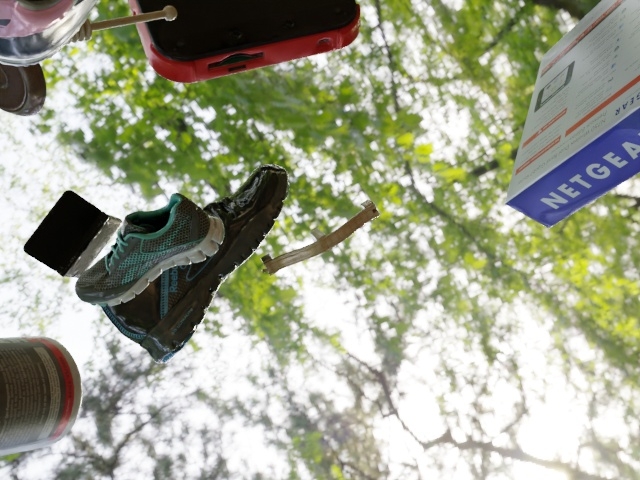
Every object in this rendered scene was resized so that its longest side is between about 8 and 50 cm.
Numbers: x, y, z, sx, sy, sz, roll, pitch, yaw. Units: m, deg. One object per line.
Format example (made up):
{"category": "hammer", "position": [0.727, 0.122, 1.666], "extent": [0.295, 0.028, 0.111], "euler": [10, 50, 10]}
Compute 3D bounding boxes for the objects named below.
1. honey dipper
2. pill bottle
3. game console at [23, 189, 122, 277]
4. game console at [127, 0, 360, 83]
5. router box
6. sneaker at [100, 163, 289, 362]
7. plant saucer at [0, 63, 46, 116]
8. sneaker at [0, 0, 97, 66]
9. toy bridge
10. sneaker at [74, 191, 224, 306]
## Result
{"category": "honey dipper", "position": [-0.239, -0.261, 0.960], "extent": [0.160, 0.030, 0.030], "euler": [-23, -94, -36]}
{"category": "pill bottle", "position": [-0.509, 0.227, 1.137], "extent": [0.318, 0.176, 0.176], "euler": [9, -120, -63]}
{"category": "game console", "position": [-0.394, -0.009, 1.291], "extent": [0.071, 0.122, 0.107], "euler": [38, 180, 9]}
{"category": "game console", "position": [-0.147, -0.451, 1.434], "extent": [0.386, 0.060, 0.342], "euler": [-16, -116, -15]}
{"category": "router box", "position": [0.401, -0.215, 1.087], "extent": [0.082, 0.335, 0.301], "euler": [27, -118, -11]}
{"category": "sneaker", "position": [-0.166, 0.000, 1.128], "extent": [0.139, 0.125, 0.341], "euler": [37, -118, -4]}
{"category": "plant saucer", "position": [-0.549, -0.289, 1.397], "extent": [0.168, 0.168, 0.029], "euler": [55, -139, -12]}
{"category": "sneaker", "position": [-0.139, -0.262, 0.518], "extent": [0.112, 0.131, 0.319], "euler": [24, -92, -17]}
{"category": "toy bridge", "position": [0.000, 0.000, 1.145], "extent": [0.026, 0.188, 0.063], "euler": [62, 175, -15]}
{"category": "sneaker", "position": [-0.183, 0.004, 0.807], "extent": [0.076, 0.166, 0.065], "euler": [55, -172, -45]}
